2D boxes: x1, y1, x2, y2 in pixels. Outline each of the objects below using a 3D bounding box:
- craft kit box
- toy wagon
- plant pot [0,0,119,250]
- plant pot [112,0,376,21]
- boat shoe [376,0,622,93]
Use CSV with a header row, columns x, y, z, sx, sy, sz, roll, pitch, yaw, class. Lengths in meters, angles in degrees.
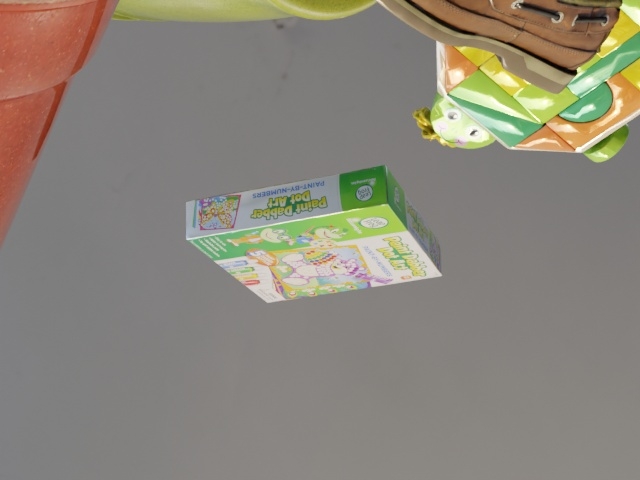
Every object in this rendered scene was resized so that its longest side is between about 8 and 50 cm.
x,y,z,sx,sy,sz,roll,pitch,yaw,class
0.000,0.000,1.301,0.250,0.246,0.061,44,-143,-61,craft kit box
0.230,-0.183,1.109,0.267,0.344,0.068,36,-138,-20,toy wagon
-0.257,-0.092,0.580,0.272,0.265,0.272,19,-146,-13,plant pot
-0.085,-0.355,0.987,0.366,0.353,0.367,-18,-60,-33,plant pot
0.136,-0.219,0.882,0.307,0.104,0.111,10,-138,-46,boat shoe
